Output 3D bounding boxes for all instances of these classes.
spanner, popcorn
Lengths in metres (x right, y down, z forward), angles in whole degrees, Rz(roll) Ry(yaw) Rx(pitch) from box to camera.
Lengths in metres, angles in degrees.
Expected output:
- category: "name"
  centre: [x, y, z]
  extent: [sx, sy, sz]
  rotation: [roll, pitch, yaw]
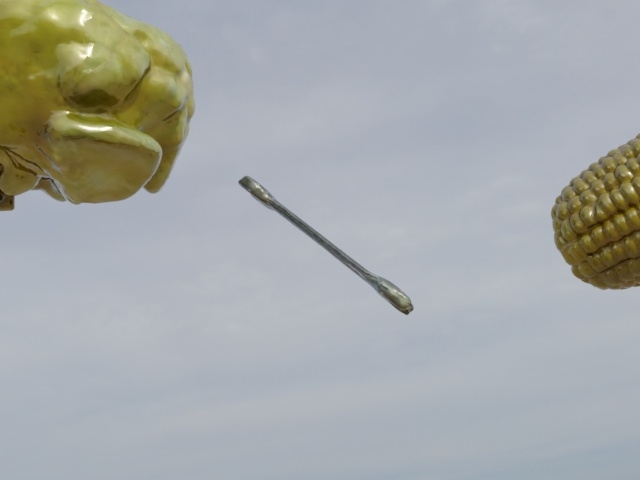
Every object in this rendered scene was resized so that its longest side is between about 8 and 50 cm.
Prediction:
- category: "spanner"
  centre: [0.000, 0.000, 0.656]
  extent: [0.015, 0.254, 0.054]
  rotation: [-49, -38, -4]
- category: "popcorn"
  centre: [-0.306, -0.175, 0.724]
  extent: [0.334, 0.293, 0.292]
  rotation: [-5, -25, -13]

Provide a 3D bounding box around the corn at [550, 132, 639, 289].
- category: "corn"
  centre: [0.366, -0.077, 0.579]
  extent: [0.131, 0.131, 0.344]
  rotation: [19, -45, -43]
